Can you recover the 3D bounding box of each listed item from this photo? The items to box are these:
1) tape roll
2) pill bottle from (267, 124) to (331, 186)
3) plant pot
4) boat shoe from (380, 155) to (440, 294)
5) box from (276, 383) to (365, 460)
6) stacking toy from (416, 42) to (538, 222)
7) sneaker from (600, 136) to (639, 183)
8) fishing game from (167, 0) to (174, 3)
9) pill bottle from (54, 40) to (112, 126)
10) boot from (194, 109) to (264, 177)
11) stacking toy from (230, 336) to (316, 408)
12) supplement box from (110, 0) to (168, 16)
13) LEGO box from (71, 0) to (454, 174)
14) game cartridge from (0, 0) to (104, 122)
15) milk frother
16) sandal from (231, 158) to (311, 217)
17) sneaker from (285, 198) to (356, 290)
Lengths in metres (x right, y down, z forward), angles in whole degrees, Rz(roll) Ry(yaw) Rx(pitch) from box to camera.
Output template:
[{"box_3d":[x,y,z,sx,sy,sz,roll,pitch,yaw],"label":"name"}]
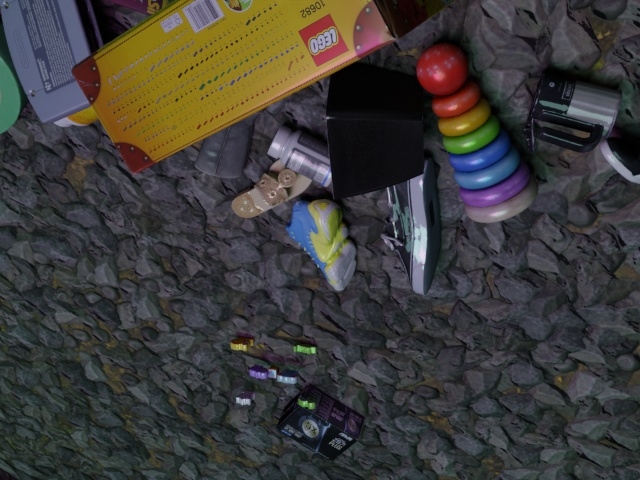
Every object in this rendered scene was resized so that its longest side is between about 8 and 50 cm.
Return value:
[{"box_3d":[-0.764,-0.357,1.796,0.322,0.077,0.321,8,138,7],"label":"tape roll"},{"box_3d":[-0.030,-0.168,1.701,0.137,0.078,0.078,27,134,-3],"label":"pill bottle"},{"box_3d":[0.103,-0.201,1.558,0.167,0.188,0.187,-1,130,8],"label":"plant pot"},{"box_3d":[0.173,-0.029,1.724,0.105,0.113,0.306,8,130,24],"label":"boat shoe"},{"box_3d":[0.000,0.479,2.268,0.180,0.077,0.147,33,133,-9],"label":"box"},{"box_3d":[0.269,-0.199,1.533,0.141,0.141,0.330,-13,118,30],"label":"stacking toy"},{"box_3d":[0.591,-0.145,1.474,0.217,0.079,0.121,26,132,-23],"label":"sneaker"},{"box_3d":[-0.184,-0.505,1.422,0.041,0.189,0.264,57,150,24],"label":"fishing game"},{"box_3d":[-0.456,-0.303,1.723,0.215,0.117,0.117,-21,119,34],"label":"pill bottle"},{"box_3d":[-0.215,-0.224,1.721,0.190,0.076,0.208,19,141,-14],"label":"boot"},{"box_3d":[-0.116,0.334,2.160,0.221,0.052,0.166,4,107,18],"label":"stacking toy"},{"box_3d":[-0.322,-0.474,1.542,0.188,0.080,0.104,21,134,2],"label":"supplement box"},{"box_3d":[-0.070,-0.328,1.338,0.500,0.372,0.193,-21,104,33],"label":"LEGO box"},{"box_3d":[-0.504,-0.383,1.630,0.198,0.062,0.297,-14,93,36],"label":"game cartridge"},{"box_3d":[0.425,-0.207,1.488,0.135,0.129,0.143,17,177,8],"label":"milk frother"},{"box_3d":[-0.105,-0.093,1.797,0.240,0.079,0.088,-30,114,38],"label":"sandal"},{"box_3d":[0.000,0.000,1.852,0.126,0.091,0.240,19,138,31],"label":"sneaker"}]
